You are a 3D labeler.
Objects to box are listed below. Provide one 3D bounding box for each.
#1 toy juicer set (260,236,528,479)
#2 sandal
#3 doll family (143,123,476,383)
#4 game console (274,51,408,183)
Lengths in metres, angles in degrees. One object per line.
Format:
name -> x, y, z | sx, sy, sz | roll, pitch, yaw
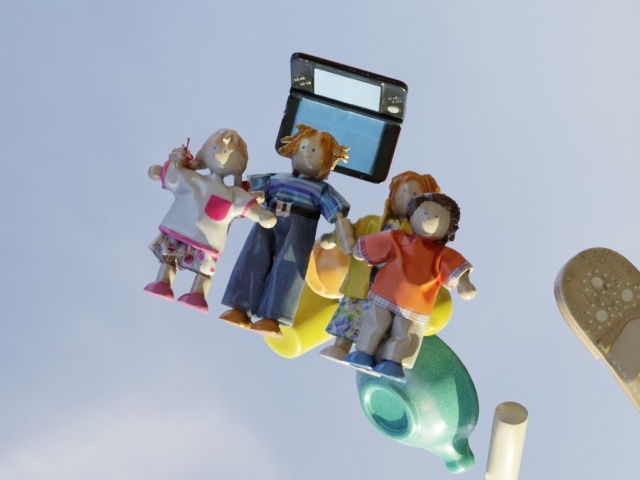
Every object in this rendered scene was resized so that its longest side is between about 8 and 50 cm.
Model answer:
toy juicer set -> 0.100, 0.116, 1.290 | 0.329, 0.209, 0.089 | 44, -129, 15
sandal -> 0.254, 0.097, 0.938 | 0.240, 0.088, 0.079 | 45, 173, 5
doll family -> 0.000, 0.000, 1.061 | 0.118, 0.263, 0.163 | 40, -111, -73
game console -> 0.023, -0.144, 1.664 | 0.124, 0.144, 0.085 | 90, -163, -68
